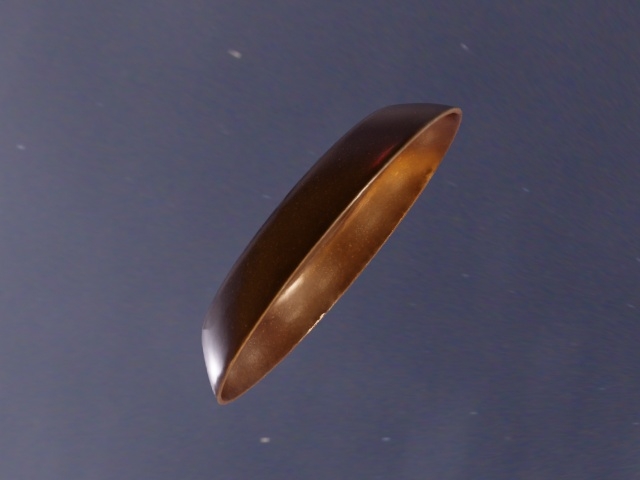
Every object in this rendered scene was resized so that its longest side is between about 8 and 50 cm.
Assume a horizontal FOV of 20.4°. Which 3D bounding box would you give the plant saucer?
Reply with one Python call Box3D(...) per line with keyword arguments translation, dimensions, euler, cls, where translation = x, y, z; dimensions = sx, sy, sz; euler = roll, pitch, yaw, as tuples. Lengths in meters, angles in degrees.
Box3D(translation=(0.000, 0.000, 0.792), dimensions=(0.029, 0.168, 0.168), euler=(39, -82, 10), cls="plant saucer")
